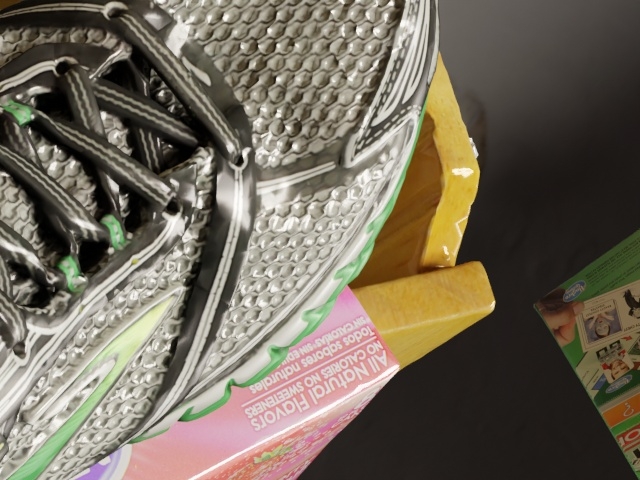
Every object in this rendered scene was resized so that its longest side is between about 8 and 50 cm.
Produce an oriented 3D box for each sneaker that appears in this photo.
[{"bbox_3d":[-0.090,0.016,0.463,0.343,0.146,0.134,-43,88,-18],"label":"sneaker"}]

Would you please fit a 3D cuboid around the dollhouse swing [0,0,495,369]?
[{"bbox_3d":[-0.149,-0.060,0.964,0.305,0.315,0.347,-3,68,-36],"label":"dollhouse swing"}]

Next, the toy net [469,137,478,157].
[{"bbox_3d":[0.000,0.000,1.143,0.232,0.045,0.122,-22,110,3],"label":"toy net"}]

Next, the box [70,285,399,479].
[{"bbox_3d":[-0.142,0.077,0.642,0.300,0.154,0.142,-24,73,-35],"label":"box"}]

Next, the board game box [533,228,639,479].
[{"bbox_3d":[0.320,0.033,1.160,0.317,0.046,0.213,-36,49,12],"label":"board game box"}]
